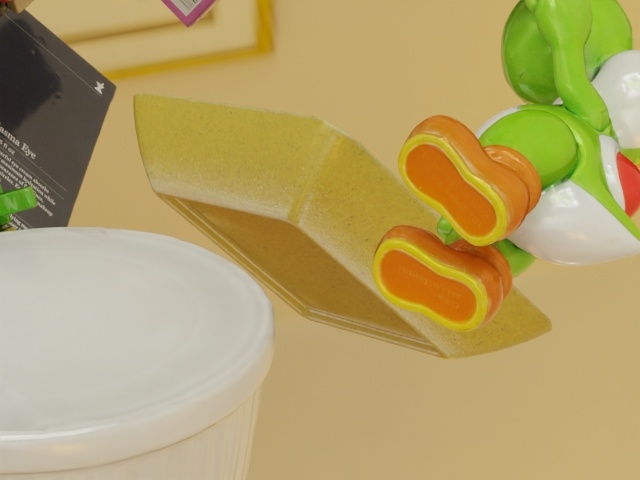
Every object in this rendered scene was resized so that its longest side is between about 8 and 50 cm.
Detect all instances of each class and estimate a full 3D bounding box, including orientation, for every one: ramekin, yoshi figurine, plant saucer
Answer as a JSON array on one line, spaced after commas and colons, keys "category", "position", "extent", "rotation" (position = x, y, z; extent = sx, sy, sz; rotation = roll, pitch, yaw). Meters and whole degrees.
[{"category": "ramekin", "position": [-0.163, 0.102, 1.172], "extent": [0.273, 0.273, 0.127], "rotation": [-120, -153, -62]}, {"category": "yoshi figurine", "position": [0.163, -0.093, 1.536], "extent": [0.203, 0.362, 0.203], "rotation": [-10, -71, 44]}, {"category": "plant saucer", "position": [0.000, 0.000, 1.823], "extent": [0.333, 0.081, 0.333], "rotation": [40, -16, -34]}]

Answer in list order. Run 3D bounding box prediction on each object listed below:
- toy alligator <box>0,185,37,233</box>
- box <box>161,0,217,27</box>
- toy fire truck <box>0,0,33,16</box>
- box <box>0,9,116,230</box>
[{"category": "toy alligator", "position": [-0.253, -0.015, 1.310], "extent": [0.189, 0.051, 0.056], "rotation": [-6, -78, 52]}, {"category": "box", "position": [-0.069, -0.376, 2.124], "extent": [0.117, 0.243, 0.213], "rotation": [46, -50, -5]}, {"category": "toy fire truck", "position": [-0.357, -0.321, 1.807], "extent": [0.217, 0.158, 0.246], "rotation": [46, -11, 10]}, {"category": "box", "position": [-0.432, -0.130, 2.151], "extent": [0.343, 0.179, 0.312], "rotation": [41, 41, -26]}]
